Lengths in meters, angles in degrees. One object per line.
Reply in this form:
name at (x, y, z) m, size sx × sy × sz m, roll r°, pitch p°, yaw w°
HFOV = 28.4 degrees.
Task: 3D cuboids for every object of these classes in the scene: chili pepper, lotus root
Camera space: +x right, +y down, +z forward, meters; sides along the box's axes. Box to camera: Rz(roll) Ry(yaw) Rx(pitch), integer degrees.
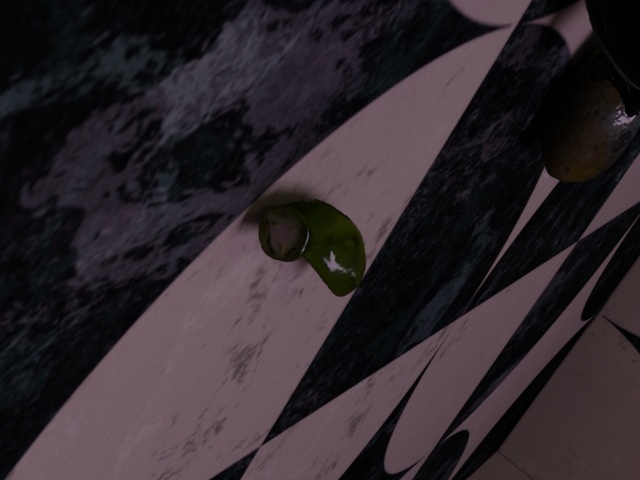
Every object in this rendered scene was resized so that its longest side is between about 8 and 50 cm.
chili pepper at (0.000, 0.000, 0.914) m, size 0.052 × 0.050 × 0.202 m, roll -37°, pitch 165°, yaw 6°
lotus root at (0.293, -0.146, 1.306) m, size 0.192 × 0.088 × 0.113 m, roll -64°, pitch 175°, yaw 35°

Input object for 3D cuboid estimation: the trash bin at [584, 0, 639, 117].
trash bin at (0.385, -0.254, 1.092) m, size 0.262 × 0.217 × 0.277 m, roll -38°, pitch 175°, yaw -40°
